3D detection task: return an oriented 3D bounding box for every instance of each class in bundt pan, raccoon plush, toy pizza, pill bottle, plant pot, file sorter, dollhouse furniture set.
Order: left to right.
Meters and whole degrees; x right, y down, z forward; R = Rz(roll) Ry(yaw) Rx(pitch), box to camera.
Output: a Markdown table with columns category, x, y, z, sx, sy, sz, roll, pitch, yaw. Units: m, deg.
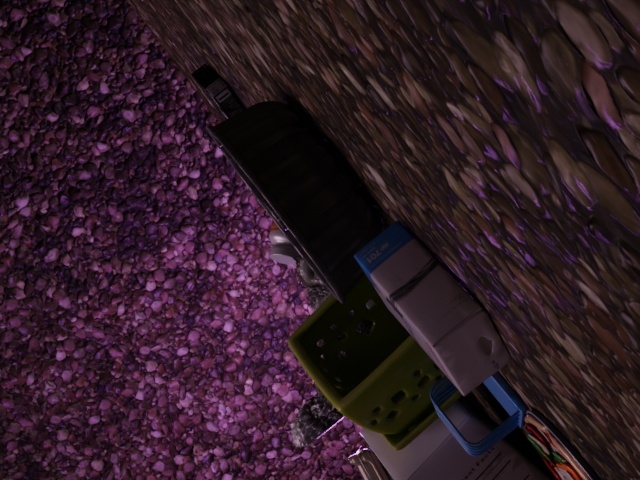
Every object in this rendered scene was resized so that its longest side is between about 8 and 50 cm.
| category | x | y | z | sx | sy | sz | roll | pitch | yaw |
| --- | --- | --- | --- | --- | --- | --- | --- | --- | --- |
| pill bottle | -0.055 | -0.032 | 2.171 | 0.086 | 0.152 | 0.086 | 11 | 163 | 3 |
| bundt pan | -0.021 | -0.071 | 1.603 | 0.331 | 0.124 | 0.331 | 53 | 177 | 5 |
| raccoon plush | -0.004 | 0.204 | 2.191 | 0.299 | 0.446 | 0.216 | 51 | -157 | 9 |
| plant pot | 0.117 | 0.199 | 1.806 | 0.207 | 0.228 | 0.227 | 47 | 180 | -37 |
| dollhouse furniture set | 0.195 | 0.496 | 2.026 | 0.302 | 0.151 | 0.197 | 61 | 168 | 8 |
| file sorter | 0.240 | 0.256 | 1.655 | 0.118 | 0.104 | 0.170 | 51 | 176 | 19 |
| toy pizza | 0.346 | 0.323 | 1.504 | 0.201 | 0.032 | 0.201 | 52 | 177 | 4 |

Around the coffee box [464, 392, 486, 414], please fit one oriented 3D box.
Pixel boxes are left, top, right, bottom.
| category | x | y | z | sx | sy | sz | roll | pitch | yaw |
| --- | --- | --- | --- | --- | --- | --- | --- | --- | --- |
| coffee box | 0.301 | 0.444 | 2.313 | 0.297 | 0.168 | 0.119 | 53 | 177 | -27 |

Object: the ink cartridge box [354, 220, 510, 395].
| category | x | y | z | sx | sy | sz | roll | pitch | yaw |
| --- | --- | --- | --- | --- | --- | --- | --- | --- | --- |
| ink cartridge box | 0.142 | 0.085 | 1.379 | 0.191 | 0.082 | 0.140 | 52 | 177 | 43 |

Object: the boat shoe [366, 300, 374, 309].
| category | x | y | z | sx | sy | sz | roll | pitch | yaw |
| --- | --- | --- | --- | --- | --- | --- | --- | --- | --- |
| boat shoe | 0.152 | 0.151 | 1.980 | 0.227 | 0.079 | 0.081 | 49 | 172 | 8 |

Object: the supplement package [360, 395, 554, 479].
| category | x | y | z | sx | sy | sz | roll | pitch | yaw |
| --- | --- | --- | --- | --- | --- | --- | --- | --- | --- |
| supplement package | 0.248 | 0.392 | 1.935 | 0.293 | 0.175 | 0.177 | 40 | -176 | -33 |

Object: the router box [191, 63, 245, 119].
| category | x | y | z | sx | sy | sz | roll | pitch | yaw |
| --- | --- | --- | --- | --- | --- | --- | --- | --- | --- |
| router box | -0.215 | -0.313 | 2.427 | 0.133 | 0.046 | 0.179 | 54 | 177 | -34 |
